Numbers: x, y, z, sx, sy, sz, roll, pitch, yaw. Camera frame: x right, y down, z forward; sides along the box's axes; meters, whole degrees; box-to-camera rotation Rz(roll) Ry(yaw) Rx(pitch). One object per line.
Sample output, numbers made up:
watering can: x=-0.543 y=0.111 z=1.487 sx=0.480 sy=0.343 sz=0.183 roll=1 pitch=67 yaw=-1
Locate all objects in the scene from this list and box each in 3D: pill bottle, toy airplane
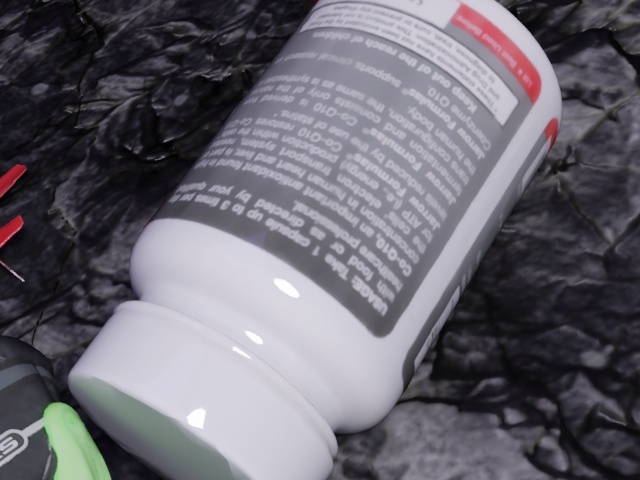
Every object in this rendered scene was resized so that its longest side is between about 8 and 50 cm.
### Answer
pill bottle: x=0.000 y=0.000 z=0.650 sx=0.161 sy=0.161 sz=0.283 roll=14 pitch=59 yaw=38
toy airplane: x=-0.269 y=-0.001 z=0.904 sx=0.151 sy=0.028 sz=0.151 roll=-17 pitch=46 yaw=18

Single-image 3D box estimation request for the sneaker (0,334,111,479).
sneaker: x=-0.325 y=0.177 z=0.632 sx=0.483 sy=0.185 sz=0.202 roll=-17 pitch=66 yaw=8
